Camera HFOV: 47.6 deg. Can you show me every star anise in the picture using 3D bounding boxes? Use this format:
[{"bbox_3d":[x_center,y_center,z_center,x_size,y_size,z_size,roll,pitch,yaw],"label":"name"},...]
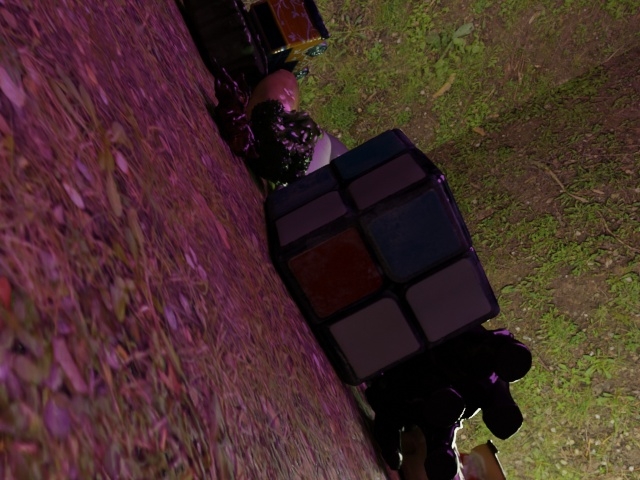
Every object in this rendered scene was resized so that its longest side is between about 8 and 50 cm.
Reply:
[{"bbox_3d":[-0.162,-0.253,1.342,0.234,0.073,0.177,85,-6,-53],"label":"star anise"}]

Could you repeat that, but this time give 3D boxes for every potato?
[{"bbox_3d":[-0.114,-0.298,1.667,0.161,0.128,0.235,104,-1,-76],"label":"potato"}]

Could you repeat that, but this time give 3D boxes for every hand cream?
[{"bbox_3d":[-0.045,-0.134,1.691,0.359,0.117,0.186,-84,152,-47],"label":"hand cream"}]

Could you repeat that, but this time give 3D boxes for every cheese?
[{"bbox_3d":[0.230,0.470,1.483,0.235,0.117,0.218,60,8,-13],"label":"cheese"}]

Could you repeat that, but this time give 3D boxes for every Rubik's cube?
[{"bbox_3d":[0.103,0.020,1.359,0.316,0.313,0.318,61,4,-23],"label":"Rubik's cube"}]

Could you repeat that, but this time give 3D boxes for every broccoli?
[{"bbox_3d":[-0.081,-0.200,1.499,0.195,0.156,0.195,41,-9,8],"label":"broccoli"}]

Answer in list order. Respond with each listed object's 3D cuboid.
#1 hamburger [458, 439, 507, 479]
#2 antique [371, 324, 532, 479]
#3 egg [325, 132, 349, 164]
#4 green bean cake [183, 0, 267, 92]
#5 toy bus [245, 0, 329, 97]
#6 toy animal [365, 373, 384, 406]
[{"bbox_3d":[0.354,0.605,1.674,0.261,0.186,0.303,-106,178,-60],"label":"hamburger"},{"bbox_3d":[0.231,0.277,1.339,0.185,0.322,0.255,52,0,-18],"label":"antique"},{"bbox_3d":[0.007,-0.162,1.945,0.283,0.202,0.203,61,5,4],"label":"egg"},{"bbox_3d":[-0.218,-0.482,1.697,0.241,0.132,0.255,57,11,-80],"label":"green bean cake"},{"bbox_3d":[-0.122,-0.519,1.962,0.162,0.194,0.323,66,-24,5],"label":"toy bus"},{"bbox_3d":[0.143,0.294,1.633,0.195,0.090,0.324,62,7,-17],"label":"toy animal"}]
